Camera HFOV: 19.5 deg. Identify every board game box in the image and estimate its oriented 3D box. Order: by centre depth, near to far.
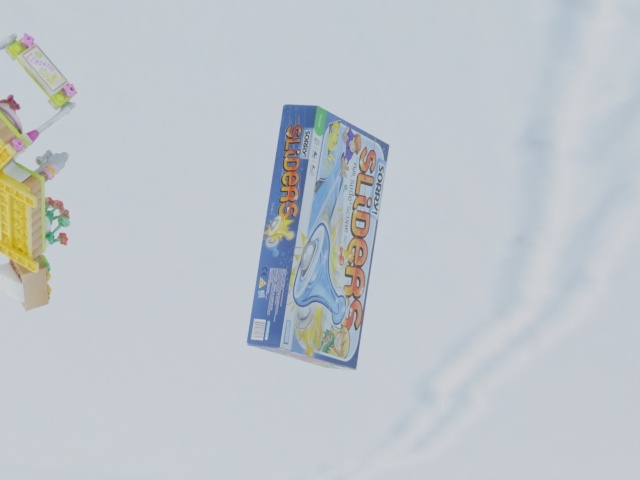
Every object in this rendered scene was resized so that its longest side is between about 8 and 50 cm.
[{"bbox_3d":[0.000,0.000,1.553,0.035,0.201,0.136,4,171,29],"label":"board game box"}]

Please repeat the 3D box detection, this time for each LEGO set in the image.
[{"bbox_3d":[-0.271,-0.079,1.675,0.132,0.107,0.287,-4,120,44],"label":"LEGO set"}]
